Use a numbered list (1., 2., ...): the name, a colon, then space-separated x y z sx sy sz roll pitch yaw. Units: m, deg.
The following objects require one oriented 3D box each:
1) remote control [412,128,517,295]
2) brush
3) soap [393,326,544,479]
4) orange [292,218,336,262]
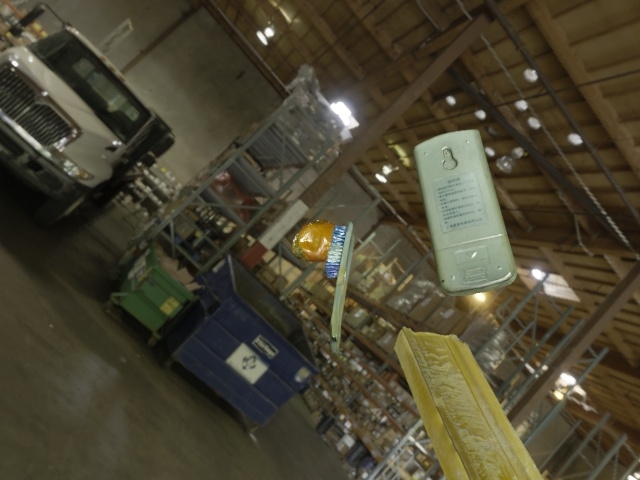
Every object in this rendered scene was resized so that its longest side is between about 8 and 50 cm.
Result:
1. remote control: 0.191 -0.041 0.692 0.038 0.098 0.234 44 36 -61
2. brush: 0.017 0.043 0.560 0.030 0.179 0.033 7 -48 5
3. soap: 0.160 0.193 0.564 0.092 0.037 0.252 11 27 -16
4. orange: 0.000 0.000 0.749 0.086 0.062 0.086 6 6 -1
